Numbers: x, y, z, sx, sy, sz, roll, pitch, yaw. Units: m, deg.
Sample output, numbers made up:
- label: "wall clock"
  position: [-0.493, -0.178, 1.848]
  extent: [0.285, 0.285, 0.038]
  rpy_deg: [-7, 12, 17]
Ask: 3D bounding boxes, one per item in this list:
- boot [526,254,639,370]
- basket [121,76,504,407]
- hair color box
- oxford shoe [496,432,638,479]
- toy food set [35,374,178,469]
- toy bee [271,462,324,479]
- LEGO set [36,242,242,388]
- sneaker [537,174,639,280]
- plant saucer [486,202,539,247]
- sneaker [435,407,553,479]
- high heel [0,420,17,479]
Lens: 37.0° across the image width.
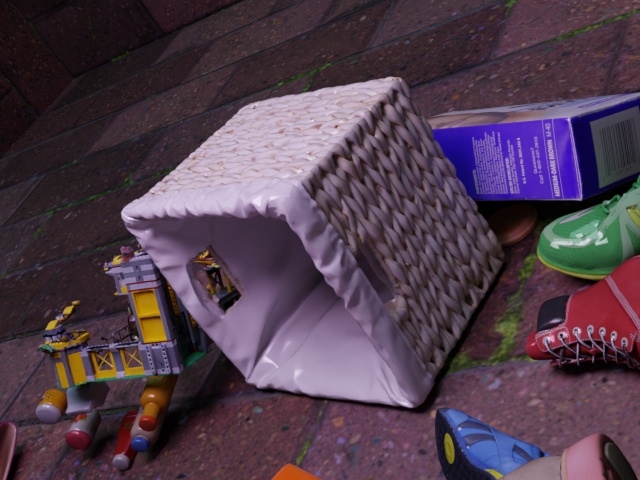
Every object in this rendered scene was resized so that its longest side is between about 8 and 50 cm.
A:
- label: "boot"
  position: [0.295, 0.112, 0.951]
  extent: [0.176, 0.088, 0.244]
  rpy_deg: [-27, 20, 17]
- label: "basket"
  position: [0.000, 0.000, 1.200]
  extent: [0.331, 0.328, 0.266]
  rpy_deg: [-1, 41, 49]
- label: "hair color box"
  position: [0.251, -0.121, 1.270]
  extent: [0.185, 0.110, 0.339]
  rpy_deg: [-19, 12, -38]
- label: "oxford shoe"
  position: [0.180, 0.328, 0.681]
  extent: [0.147, 0.140, 0.397]
  rpy_deg: [-26, 29, 26]
- label: "toy food set"
  position: [-0.304, 0.259, 1.360]
  extent: [0.232, 0.111, 0.104]
  rpy_deg: [-12, 34, 18]
- label: "toy bee"
  position: [-0.105, 0.359, 0.961]
  extent: [0.298, 0.162, 0.195]
  rpy_deg: [-15, 33, -31]
- label: "LEGO set"
  position: [-0.251, 0.068, 1.380]
  extent: [0.255, 0.192, 0.331]
  rpy_deg: [-6, 11, 31]
- label: "sneaker"
  position: [0.375, -0.043, 1.058]
  extent: [0.296, 0.123, 0.109]
  rpy_deg: [-18, 32, 32]
- label: "plant saucer"
  position: [0.252, -0.022, 1.285]
  extent: [0.083, 0.013, 0.083]
  rpy_deg: [-28, 28, 16]
- label: "sneaker"
  position: [0.177, 0.222, 0.946]
  extent: [0.082, 0.069, 0.209]
  rpy_deg: [-7, 14, -14]
- label: "high heel"
  position: [-0.520, 0.391, 1.376]
  extent: [0.181, 0.127, 0.377]
  rpy_deg: [-48, 24, 0]
